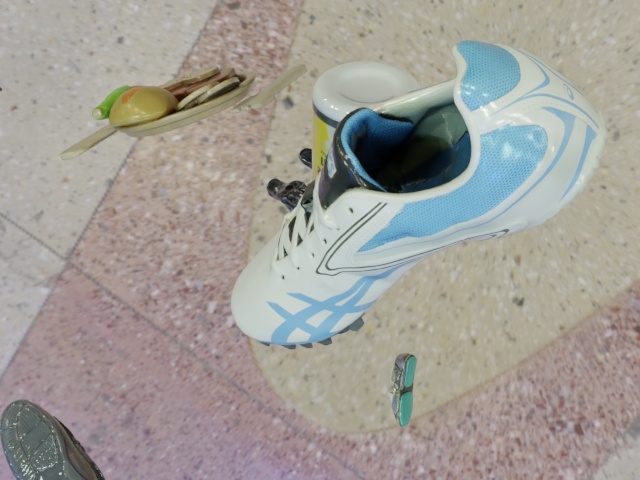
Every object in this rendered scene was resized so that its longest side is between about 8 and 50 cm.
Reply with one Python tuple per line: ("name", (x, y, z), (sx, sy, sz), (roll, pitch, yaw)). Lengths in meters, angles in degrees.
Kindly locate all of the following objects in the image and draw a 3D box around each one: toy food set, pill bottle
("toy food set", (-0.114, -0.120, 0.735), (0.192, 0.132, 0.039), (-10, 111, 25))
("pill bottle", (0.043, -0.073, 0.884), (0.103, 0.103, 0.184), (9, 132, 11))

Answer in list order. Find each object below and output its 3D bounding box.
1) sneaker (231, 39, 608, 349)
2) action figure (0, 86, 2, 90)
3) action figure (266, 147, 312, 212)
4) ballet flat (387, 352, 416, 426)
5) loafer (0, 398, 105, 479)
("sneaker", (0.020, -0.017, 0.425), (0.086, 0.085, 0.237), (30, 140, -23))
("action figure", (-0.519, -0.127, 1.090), (0.099, 0.185, 0.285), (41, 75, 11))
("action figure", (0.000, 0.000, 1.333), (0.164, 0.276, 0.141), (-40, 61, -21))
("ballet flat", (0.125, 0.229, 1.405), (0.041, 0.041, 0.114), (7, 93, 11))
("loafer", (-0.428, 0.395, 1.523), (0.109, 0.095, 0.302), (-45, 69, 3))
